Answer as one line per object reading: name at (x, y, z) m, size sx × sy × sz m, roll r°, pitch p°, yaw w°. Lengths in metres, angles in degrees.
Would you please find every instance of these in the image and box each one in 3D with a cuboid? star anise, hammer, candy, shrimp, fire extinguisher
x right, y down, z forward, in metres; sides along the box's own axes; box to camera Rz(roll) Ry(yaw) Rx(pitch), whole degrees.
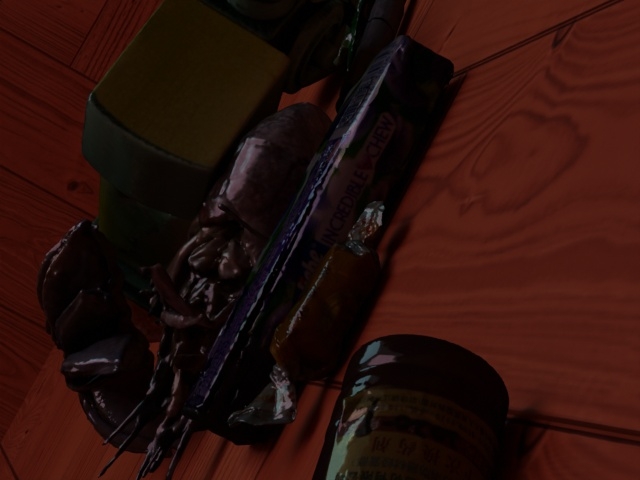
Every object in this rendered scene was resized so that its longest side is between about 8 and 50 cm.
star anise at (-0.187, 0.094, 1.398) m, size 0.093 × 0.236 × 0.229 m, roll -21°, pitch 14°, yaw -9°
hammer at (0.078, -0.258, 1.512) m, size 0.152 × 0.044 × 0.427 m, roll -47°, pitch 19°, yaw 49°
candy at (0.000, 0.000, 1.132) m, size 0.312 × 0.061 × 0.088 m, roll -62°, pitch 9°, yaw -10°
shrimp at (-0.077, 0.044, 1.231) m, size 0.343 × 0.116 × 0.145 m, roll -63°, pitch -3°, yaw -12°
candy at (0.002, 0.052, 1.034) m, size 0.182 × 0.046 × 0.053 m, roll -58°, pitch 6°, yaw -16°
fire extinguisher at (0.016, 0.165, 0.635) m, size 0.106 × 0.075 × 0.252 m, roll 89°, pitch -164°, yaw -50°

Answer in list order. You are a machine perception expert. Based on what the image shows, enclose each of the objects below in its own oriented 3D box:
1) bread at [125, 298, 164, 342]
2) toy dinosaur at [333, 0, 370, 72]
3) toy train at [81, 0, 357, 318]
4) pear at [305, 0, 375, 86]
bread at (-0.161, 0.002, 1.705) m, size 0.190 × 0.123 × 0.244 m, roll -51°, pitch 14°, yaw 49°
toy dinosaur at (0.033, -0.200, 1.531) m, size 0.119 × 0.029 × 0.060 m, roll -67°, pitch -9°, yaw -55°
toy train at (-0.109, -0.096, 1.426) m, size 0.253 × 0.160 × 0.397 m, roll -57°, pitch -5°, yaw -27°
pear at (-0.023, -0.260, 1.638) m, size 0.219 × 0.187 × 0.187 m, roll -52°, pitch 12°, yaw 8°
